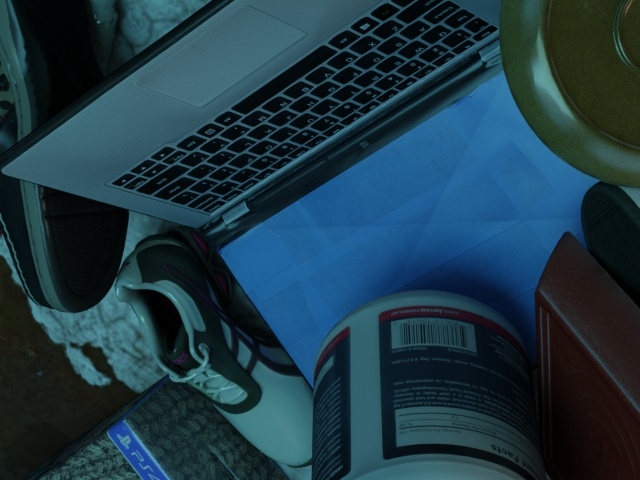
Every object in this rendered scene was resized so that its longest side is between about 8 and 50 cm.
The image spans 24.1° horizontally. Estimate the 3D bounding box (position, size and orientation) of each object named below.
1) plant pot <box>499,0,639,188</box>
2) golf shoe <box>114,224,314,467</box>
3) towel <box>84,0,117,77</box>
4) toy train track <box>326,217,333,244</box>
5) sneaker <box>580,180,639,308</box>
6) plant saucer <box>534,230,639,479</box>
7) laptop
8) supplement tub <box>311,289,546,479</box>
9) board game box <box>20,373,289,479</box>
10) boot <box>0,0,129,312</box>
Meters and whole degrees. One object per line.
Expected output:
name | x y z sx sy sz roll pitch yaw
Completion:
plant pot | 0.250 -0.156 1.108 0.236 0.032 0.236 -1 94 -8
golf shoe | -0.100 0.118 1.418 0.105 0.120 0.273 -35 95 30
towel | -0.304 -0.270 1.393 0.282 0.049 0.187 25 121 14
toy train track | 0.000 0.000 1.382 0.048 0.014 0.083 49 123 0
sneaker | 0.349 0.043 1.153 0.295 0.178 0.124 55 157 13
plant saucer | 0.237 0.165 1.186 0.047 0.258 0.259 -18 128 -12
laptop | 0.028 -0.017 1.228 0.382 0.408 0.236 -31 63 28
supplement tub | 0.087 0.191 1.217 0.191 0.272 0.191 1 131 1
board game box | -0.182 0.300 1.518 0.291 0.141 0.232 -37 93 32
boot | -0.339 -0.111 1.361 0.284 0.138 0.377 -8 101 28
